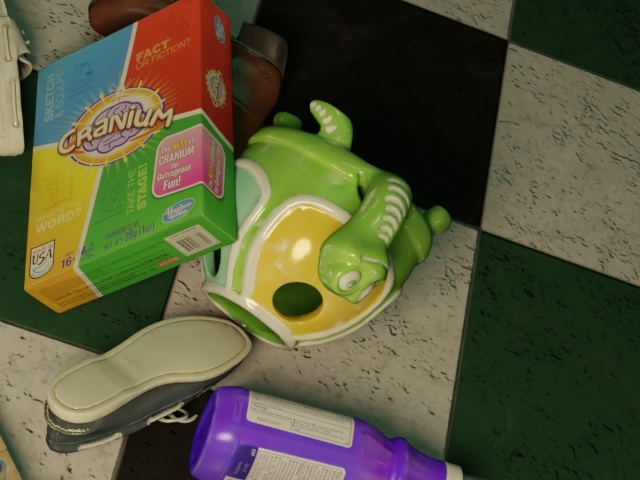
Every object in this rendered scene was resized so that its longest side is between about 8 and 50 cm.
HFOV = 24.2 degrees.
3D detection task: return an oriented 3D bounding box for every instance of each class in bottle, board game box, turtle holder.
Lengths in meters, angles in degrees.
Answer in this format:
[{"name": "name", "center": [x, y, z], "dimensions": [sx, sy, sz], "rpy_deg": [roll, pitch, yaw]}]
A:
[{"name": "bottle", "center": [0.009, 0.235, 1.579], "dimensions": [0.283, 0.118, 0.092], "rpy_deg": [15, 52, -10]}, {"name": "board game box", "center": [-0.212, -0.101, 1.666], "dimensions": [0.064, 0.242, 0.316], "rpy_deg": [41, 35, -46]}, {"name": "turtle holder", "center": [0.005, 0.009, 1.636], "dimensions": [0.320, 0.243, 0.227], "rpy_deg": [25, 72, 43]}]

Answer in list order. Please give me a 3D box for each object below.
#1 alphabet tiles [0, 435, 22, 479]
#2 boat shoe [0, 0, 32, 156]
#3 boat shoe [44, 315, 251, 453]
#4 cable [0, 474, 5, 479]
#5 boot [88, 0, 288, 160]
[{"name": "alphabet tiles", "center": [-0.442, 0.204, 1.464], "dimensions": [0.237, 0.009, 0.198], "rpy_deg": [-21, 58, -23]}, {"name": "boat shoe", "center": [-0.384, -0.216, 1.763], "dimensions": [0.088, 0.096, 0.267], "rpy_deg": [7, 55, -22]}, {"name": "boat shoe", "center": [-0.181, 0.156, 1.584], "dimensions": [0.095, 0.079, 0.254], "rpy_deg": [37, 41, 26]}, {"name": "cable", "center": [-0.307, 0.269, 1.490], "dimensions": [0.287, 0.072, 0.139], "rpy_deg": [31, 63, 18]}, {"name": "boot", "center": [-0.190, -0.157, 1.825], "dimensions": [0.264, 0.096, 0.280], "rpy_deg": [21, 62, -10]}]
